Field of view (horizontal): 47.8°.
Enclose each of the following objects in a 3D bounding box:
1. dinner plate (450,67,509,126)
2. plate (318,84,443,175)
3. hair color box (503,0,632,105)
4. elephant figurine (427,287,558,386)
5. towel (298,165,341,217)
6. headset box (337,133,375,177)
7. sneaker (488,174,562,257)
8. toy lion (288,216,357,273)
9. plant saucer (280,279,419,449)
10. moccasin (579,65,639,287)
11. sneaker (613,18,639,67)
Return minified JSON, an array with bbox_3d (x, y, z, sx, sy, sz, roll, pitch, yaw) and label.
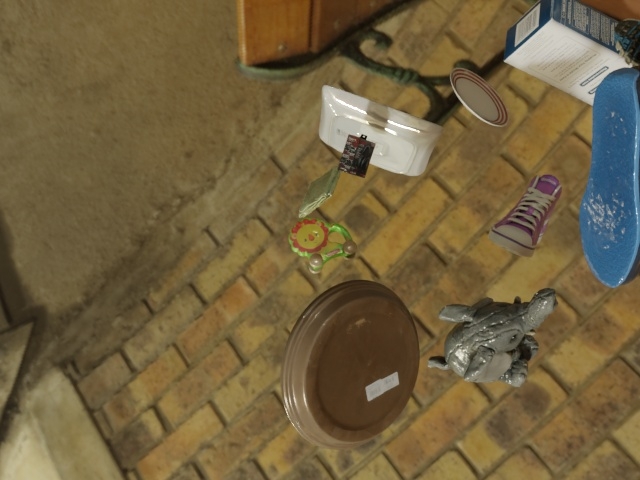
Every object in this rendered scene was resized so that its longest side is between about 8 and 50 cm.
[{"bbox_3d":[0.288,-0.260,1.326,0.141,0.141,0.017,-11,155,-44],"label":"dinner plate"},{"bbox_3d":[0.122,-0.234,1.654,0.277,0.278,0.045,97,15,-75],"label":"plate"},{"bbox_3d":[0.627,-0.434,1.699,0.347,0.105,0.174,21,153,-17],"label":"hair color box"},{"bbox_3d":[0.279,0.154,1.207,0.186,0.169,0.239,-58,156,-7],"label":"elephant figurine"},{"bbox_3d":[-0.001,-0.122,1.762,0.110,0.027,0.148,-34,-161,34],"label":"towel"},{"bbox_3d":[0.074,-0.173,1.456,0.062,0.032,0.083,9,102,-55],"label":"headset box"},{"bbox_3d":[0.441,-0.065,1.535,0.282,0.102,0.161,-29,143,-64],"label":"sneaker"},{"bbox_3d":[0.000,0.000,1.227,0.100,0.096,0.034,-21,157,-11],"label":"toy lion"},{"bbox_3d":[0.061,0.202,1.155,0.278,0.041,0.278,-5,99,-36],"label":"plant saucer"},{"bbox_3d":[0.471,-0.085,1.059,0.117,0.138,0.342,-18,125,-20],"label":"moccasin"},{"bbox_3d":[0.554,-0.302,1.153,0.071,0.190,0.083,-59,-177,47],"label":"sneaker"}]
